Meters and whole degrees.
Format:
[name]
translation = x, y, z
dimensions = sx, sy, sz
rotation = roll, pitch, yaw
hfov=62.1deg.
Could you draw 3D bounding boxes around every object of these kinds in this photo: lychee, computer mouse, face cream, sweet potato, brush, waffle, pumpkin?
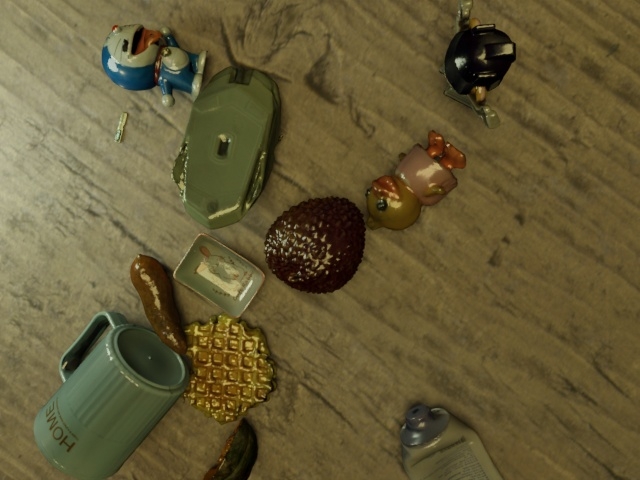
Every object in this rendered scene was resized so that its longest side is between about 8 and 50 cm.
[lychee]
translation = 0.000, 0.000, 1.329
dimensions = 0.272, 0.271, 0.271
rotation = 0, 95, 3
[computer mouse]
translation = -0.227, -0.229, 1.356
dimensions = 0.228, 0.145, 0.428
rotation = 10, 81, 9
[face cream]
translation = 0.355, 0.623, 1.432
dimensions = 0.235, 0.137, 0.420
rotation = -30, 102, 4
[sweet potato]
translation = -0.427, 0.171, 1.421
dimensions = 0.097, 0.097, 0.291
rotation = -25, 87, 5
[brush]
translation = -0.537, -0.304, 1.427
dimensions = 0.016, 0.013, 0.083
rotation = 17, 94, 3
[waffle]
translation = -0.266, 0.351, 1.455
dimensions = 0.282, 0.058, 0.300
rotation = -20, 93, 5
[pumpkin]
translation = -0.247, 0.635, 1.428
dimensions = 0.111, 0.163, 0.278
rotation = 33, 97, 0

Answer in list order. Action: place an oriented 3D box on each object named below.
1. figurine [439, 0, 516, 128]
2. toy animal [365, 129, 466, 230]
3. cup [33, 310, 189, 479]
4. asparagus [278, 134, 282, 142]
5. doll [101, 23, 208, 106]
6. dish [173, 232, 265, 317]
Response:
[figurine]
translation = 0.360, -0.408, 1.243
dimensions = 0.143, 0.308, 0.308
rotation = -31, 93, 10
[toy animal]
translation = 0.224, -0.132, 1.340
dimensions = 0.281, 0.195, 0.169
rotation = -37, 133, 2
[cup]
translation = -0.528, 0.385, 1.384
dimensions = 0.257, 0.331, 0.311
rotation = 36, 103, -30
[asparagus]
translation = -0.155, -0.221, 1.416
dimensions = 0.163, 0.016, 0.016
rotation = -47, 66, 6
[doll]
translation = -0.415, -0.445, 1.336
dimensions = 0.257, 0.161, 0.215
rotation = 9, 68, -9
[dish]
translation = -0.262, 0.090, 1.419
dimensions = 0.212, 0.077, 0.151
rotation = 34, 98, -1
